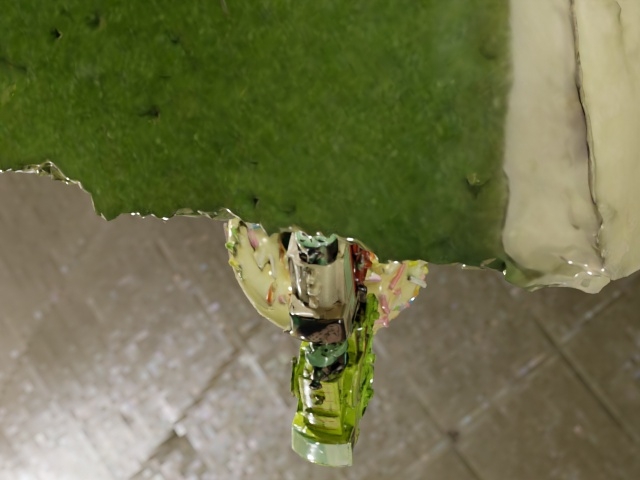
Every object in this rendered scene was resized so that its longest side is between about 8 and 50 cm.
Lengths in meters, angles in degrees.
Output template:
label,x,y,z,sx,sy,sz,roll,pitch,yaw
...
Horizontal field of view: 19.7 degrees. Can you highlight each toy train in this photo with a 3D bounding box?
label,x,y,z,sx,sy,sz,roll,pitch,yaw
toy train,0.007,0.050,1.176,0.053,0.085,0.249,10,142,10

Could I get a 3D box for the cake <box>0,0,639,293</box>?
label,x,y,z,sx,sy,sz,roll,pitch,yaw
cake,-0.003,-0.039,0.557,0.284,0.158,0.172,-29,85,31

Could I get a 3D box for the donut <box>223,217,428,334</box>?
label,x,y,z,sx,sy,sz,roll,pitch,yaw
donut,0.000,0.000,1.434,0.175,0.068,0.174,5,101,30
